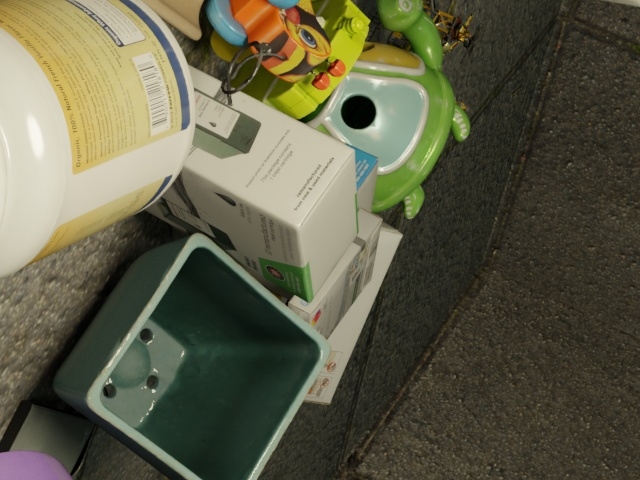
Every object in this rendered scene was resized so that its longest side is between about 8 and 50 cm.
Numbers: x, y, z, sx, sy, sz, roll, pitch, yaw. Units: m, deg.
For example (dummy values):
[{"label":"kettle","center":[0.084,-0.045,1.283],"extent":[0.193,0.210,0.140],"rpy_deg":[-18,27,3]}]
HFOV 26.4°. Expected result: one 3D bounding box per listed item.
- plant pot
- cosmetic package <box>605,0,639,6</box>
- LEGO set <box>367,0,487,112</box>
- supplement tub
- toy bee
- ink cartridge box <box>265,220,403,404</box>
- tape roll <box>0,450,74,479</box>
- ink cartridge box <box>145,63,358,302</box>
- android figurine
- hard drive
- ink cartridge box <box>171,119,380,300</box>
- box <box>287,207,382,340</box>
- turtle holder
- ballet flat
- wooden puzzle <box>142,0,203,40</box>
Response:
[{"label":"plant pot","center":[-0.192,0.162,1.720],"extent":[0.252,0.248,0.247],"rpy_deg":[-4,-130,56]},{"label":"cosmetic package","center":[0.184,-0.478,1.402],"extent":[0.393,0.329,0.327],"rpy_deg":[20,91,-53]},{"label":"LEGO set","center":[0.185,-0.314,2.349],"extent":[0.331,0.192,0.255],"rpy_deg":[-58,164,-21]},{"label":"supplement tub","center":[-0.270,-0.093,1.149],"extent":[0.316,0.228,0.228],"rpy_deg":[-34,146,-62]},{"label":"toy bee","center":[-0.051,-0.242,1.559],"extent":[0.162,0.195,0.298],"rpy_deg":[30,59,-35]},{"label":"ink cartridge box","center":[-0.049,0.067,2.220],"extent":[0.130,0.272,0.309],"rpy_deg":[12,104,-43]},{"label":"tape roll","center":[-0.388,0.368,1.553],"extent":[0.275,0.090,0.275],"rpy_deg":[-29,146,-22]},{"label":"ink cartridge box","center":[-0.108,-0.077,1.597],"extent":[0.121,0.289,0.211],"rpy_deg":[-55,162,-20]},{"label":"android figurine","center":[-0.039,-0.227,1.715],"extent":[0.273,0.056,0.248],"rpy_deg":[1,-125,58]},{"label":"hard drive","center":[-0.355,0.260,1.747],"extent":[0.094,0.022,0.135],"rpy_deg":[-64,149,-3]},{"label":"ink cartridge box","center":[-0.066,-0.055,1.863],"extent":[0.171,0.232,0.168],"rpy_deg":[-54,163,-32]},{"label":"box","center":[0.016,0.067,1.816],"extent":[0.186,0.038,0.145],"rpy_deg":[-54,163,-33]},{"label":"turtle holder","center":[0.088,-0.208,2.097],"extent":[0.227,0.243,0.320],"rpy_deg":[28,113,-36]},{"label":"ballet flat","center":[-0.334,0.270,1.826],"extent":[0.049,0.057,0.173],"rpy_deg":[108,2,-81]},{"label":"wooden puzzle","center":[-0.141,-0.406,1.378],"extent":[0.322,0.080,0.348],"rpy_deg":[20,91,-75]}]
